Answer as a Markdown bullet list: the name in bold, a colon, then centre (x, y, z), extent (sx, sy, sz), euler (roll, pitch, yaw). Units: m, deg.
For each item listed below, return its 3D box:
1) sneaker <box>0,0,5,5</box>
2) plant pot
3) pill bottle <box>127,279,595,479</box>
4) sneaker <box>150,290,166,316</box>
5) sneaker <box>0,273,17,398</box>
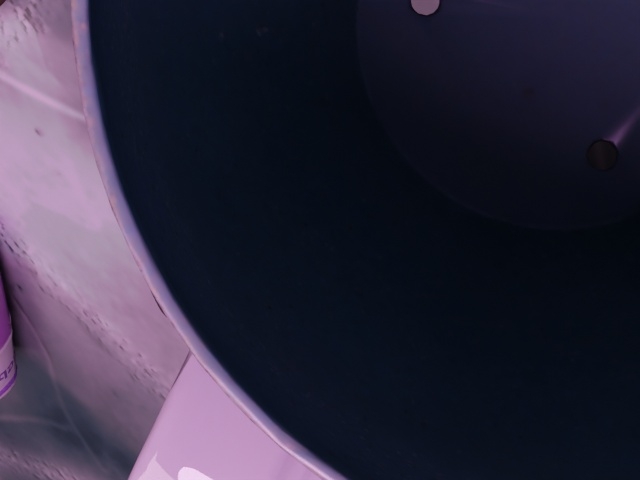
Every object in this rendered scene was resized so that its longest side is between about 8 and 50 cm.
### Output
- **sneaker**: centre (-0.244, -0.129, 0.939), extent (0.192, 0.086, 0.064), euler (21, 141, 27)
- **plant pot**: centre (0.083, -0.066, 0.564), extent (0.290, 0.290, 0.195), euler (44, -178, -3)
- **pill bottle**: centre (0.113, 0.130, 0.703), extent (0.363, 0.210, 0.210), euler (26, 145, -1)
- **sneaker**: centre (0.000, 0.000, 0.842), extent (0.227, 0.087, 0.130), euler (21, 148, 36)
- **sneaker**: centre (-0.303, 0.027, 1.164), extent (0.282, 0.102, 0.161), euler (22, 144, 27)
